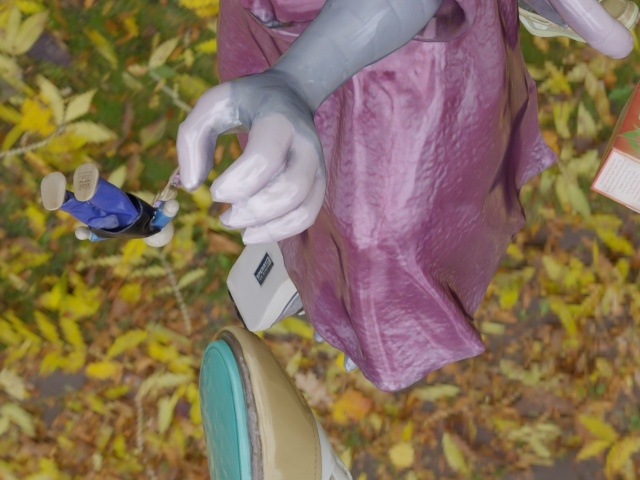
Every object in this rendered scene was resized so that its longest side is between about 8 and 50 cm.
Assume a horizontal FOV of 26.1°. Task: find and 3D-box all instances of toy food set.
[{"bbox_3d":[-0.201,-0.058,1.798,0.019,0.078,0.122,32,155,-9],"label":"toy food set"}]

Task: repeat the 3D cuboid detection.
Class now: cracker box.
[{"bbox_3d":[0.422,-0.068,1.484,0.232,0.155,0.067,27,133,6],"label":"cracker box"}]

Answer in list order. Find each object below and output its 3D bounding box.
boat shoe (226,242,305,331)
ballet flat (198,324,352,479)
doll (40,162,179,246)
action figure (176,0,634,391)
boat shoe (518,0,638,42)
[{"bbox_3d":[0.000,0.000,1.823,0.127,0.158,0.340,63,148,15],"label":"boat shoe"},{"bbox_3d":[-0.019,0.137,0.667,0.073,0.080,0.232,-9,120,-21],"label":"ballet flat"},{"bbox_3d":[-0.207,-0.028,1.445,0.129,0.046,0.189,-14,159,19],"label":"doll"},{"bbox_3d":[0.023,-0.109,0.490,0.276,0.248,0.370,-35,148,-13],"label":"action figure"},{"bbox_3d":[0.296,-0.267,1.610,0.153,0.056,0.048,13,164,44],"label":"boat shoe"}]
